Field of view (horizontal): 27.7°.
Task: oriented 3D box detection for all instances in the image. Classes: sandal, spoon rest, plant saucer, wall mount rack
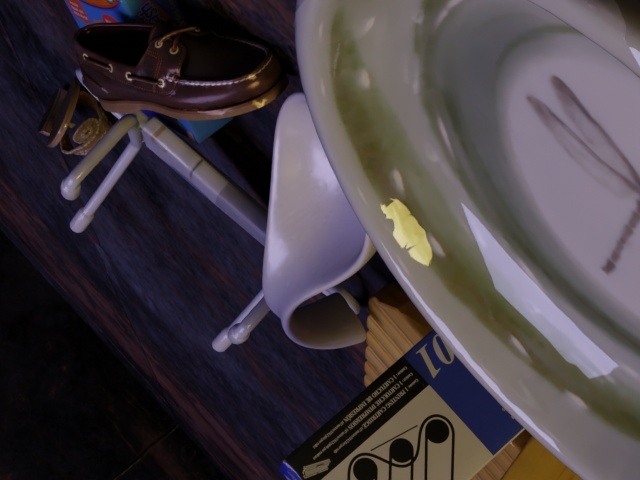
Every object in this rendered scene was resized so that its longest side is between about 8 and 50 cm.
[{"bbox_3d":[-0.285,-0.142,1.573,0.079,0.088,0.240,23,179,-19],"label":"sandal"},{"bbox_3d":[0.000,0.000,1.018,0.137,0.084,0.276,54,158,32],"label":"spoon rest"},{"bbox_3d":[0.151,-0.006,0.652,0.400,0.100,0.400,46,162,20],"label":"plant saucer"},{"bbox_3d":[-0.134,-0.004,1.268,0.350,0.130,0.304,41,173,-2],"label":"wall mount rack"}]

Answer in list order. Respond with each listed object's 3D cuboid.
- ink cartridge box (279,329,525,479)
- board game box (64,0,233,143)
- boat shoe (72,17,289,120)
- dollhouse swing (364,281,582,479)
[{"bbox_3d":[0.079,0.129,0.926,0.097,0.207,0.046,48,163,11],"label":"ink cartridge box"},{"bbox_3d":[-0.175,-0.201,1.172,0.160,0.047,0.210,31,153,48],"label":"board game box"},{"bbox_3d":[-0.121,-0.142,1.045,0.207,0.073,0.073,4,131,36],"label":"boat shoe"},{"bbox_3d":[0.083,0.272,1.127,0.305,0.315,0.347,34,159,16],"label":"dollhouse swing"}]
